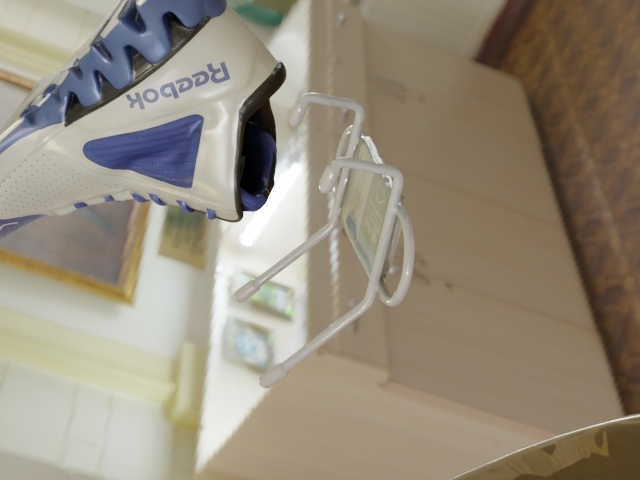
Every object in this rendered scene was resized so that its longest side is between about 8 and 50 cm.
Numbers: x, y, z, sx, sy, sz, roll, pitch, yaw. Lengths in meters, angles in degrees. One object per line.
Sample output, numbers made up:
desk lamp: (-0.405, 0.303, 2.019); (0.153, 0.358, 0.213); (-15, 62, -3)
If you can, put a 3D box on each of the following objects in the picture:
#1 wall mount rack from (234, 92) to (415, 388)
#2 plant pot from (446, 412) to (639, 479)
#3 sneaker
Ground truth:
wall mount rack: (0.000, 0.000, 1.538); (0.350, 0.130, 0.304); (-112, 33, -60)
plant pot: (0.092, 0.241, 0.452); (0.256, 0.274, 0.256); (-29, -1, -1)
sneaker: (-0.138, -0.067, 0.974); (0.315, 0.182, 0.127); (-37, 19, 34)
